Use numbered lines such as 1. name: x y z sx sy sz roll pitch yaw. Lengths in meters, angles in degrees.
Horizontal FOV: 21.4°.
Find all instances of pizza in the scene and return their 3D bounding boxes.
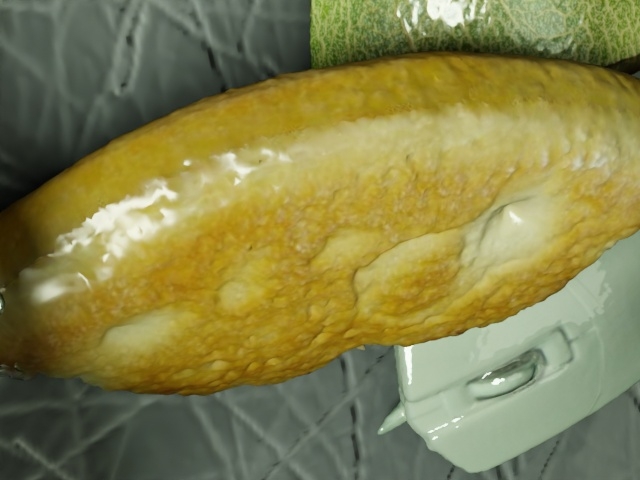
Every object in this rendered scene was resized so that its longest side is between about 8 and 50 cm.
1. pizza: 0.003 -0.004 0.579 0.271 0.056 0.134 -20 145 -3

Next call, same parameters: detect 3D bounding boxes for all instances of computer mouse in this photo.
1. computer mouse: 0.098 0.025 0.674 0.182 0.056 0.089 -35 110 -18

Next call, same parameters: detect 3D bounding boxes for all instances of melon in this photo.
1. melon: 0.073 -0.114 0.617 0.160 0.079 0.128 -22 111 -24

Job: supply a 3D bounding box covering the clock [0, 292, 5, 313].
1. clock: -0.208 0.053 0.366 0.309 0.114 0.284 -17 91 -59
